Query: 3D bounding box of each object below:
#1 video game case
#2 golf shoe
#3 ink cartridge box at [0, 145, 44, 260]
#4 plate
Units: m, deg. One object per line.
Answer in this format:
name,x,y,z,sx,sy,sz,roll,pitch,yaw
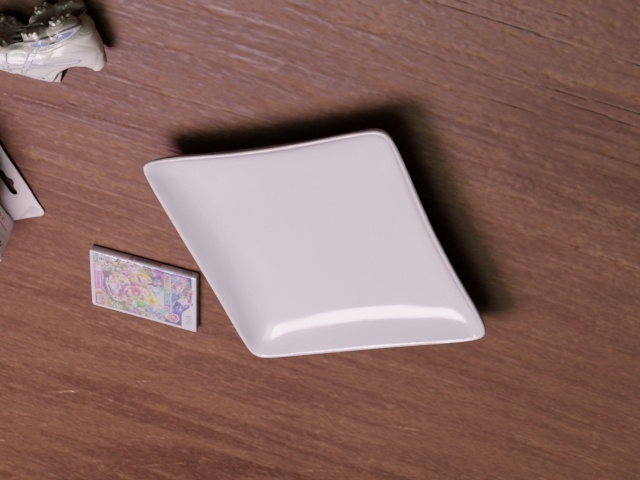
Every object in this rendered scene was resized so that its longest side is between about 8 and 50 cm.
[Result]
video game case,-0.190,0.052,2.050,0.122,0.011,0.087,14,137,10
golf shoe,-0.286,-0.176,1.826,0.176,0.069,0.086,-6,136,30
ink cartridge box,-0.406,-0.027,2.006,0.198,0.067,0.115,-13,131,21
plate,0.000,0.000,1.888,0.277,0.045,0.278,-7,129,29
